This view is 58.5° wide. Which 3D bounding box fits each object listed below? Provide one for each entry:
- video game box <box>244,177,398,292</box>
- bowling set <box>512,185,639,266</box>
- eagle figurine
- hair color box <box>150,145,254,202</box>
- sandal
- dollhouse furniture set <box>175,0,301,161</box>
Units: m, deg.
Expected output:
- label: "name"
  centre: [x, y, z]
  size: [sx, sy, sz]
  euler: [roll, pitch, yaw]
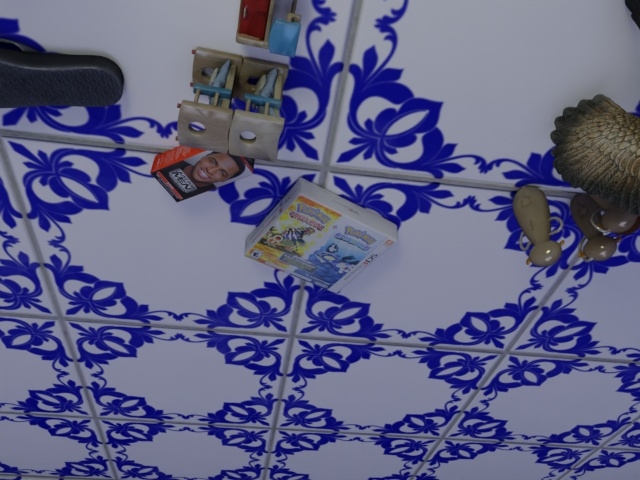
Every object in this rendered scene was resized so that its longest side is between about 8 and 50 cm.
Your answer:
- label: "video game box"
  centre: [0.000, 0.000, 1.004]
  size: [0.205, 0.048, 0.187]
  euler: [24, 131, -25]
- label: "bowling set"
  centre: [0.467, -0.042, 0.874]
  size: [0.200, 0.154, 0.287]
  euler: [30, 131, -29]
- label: "eagle figurine"
  centre: [0.430, -0.132, 0.673]
  size: [0.226, 0.298, 0.225]
  euler: [-59, 162, 6]
- label: "hair color box"
  centre: [-0.180, -0.115, 0.875]
  size: [0.141, 0.043, 0.072]
  euler: [-19, 134, 19]
- label: "sandal"
  centre: [-0.395, -0.223, 0.757]
  size: [0.255, 0.054, 0.097]
  euler: [3, 146, -18]
- label: "dollhouse furniture set"
  centre: [-0.099, -0.216, 0.697]
  size: [0.129, 0.129, 0.183]
  euler: [8, 139, -9]
